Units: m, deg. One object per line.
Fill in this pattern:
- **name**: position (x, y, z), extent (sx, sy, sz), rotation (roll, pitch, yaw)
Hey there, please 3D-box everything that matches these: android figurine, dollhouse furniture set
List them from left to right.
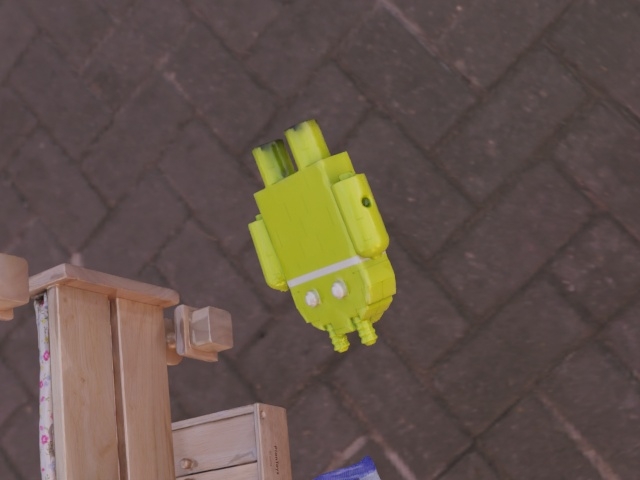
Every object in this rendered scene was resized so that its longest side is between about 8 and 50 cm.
- **dollhouse furniture set**: position (-0.192, 0.200, 0.948), extent (0.174, 0.355, 0.303), rotation (-18, 68, 29)
- **android figurine**: position (0.000, 0.000, 1.393), extent (0.248, 0.056, 0.272), rotation (-19, 90, 57)

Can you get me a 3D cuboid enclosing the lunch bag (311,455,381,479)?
- **lunch bag**: position (-0.061, 0.459, 1.238), extent (0.385, 0.239, 0.327), rotation (-40, 65, 47)
